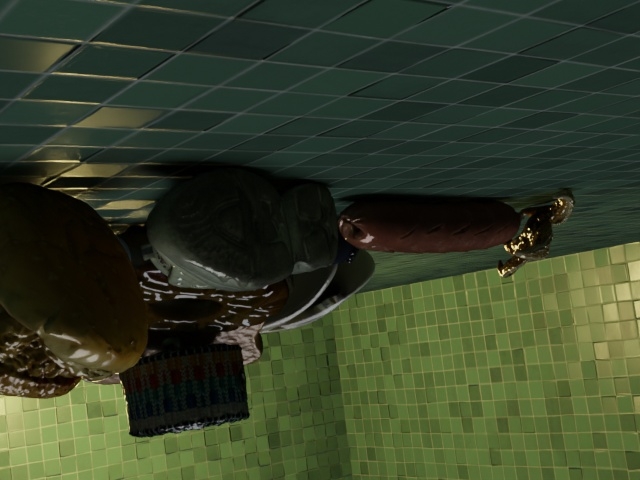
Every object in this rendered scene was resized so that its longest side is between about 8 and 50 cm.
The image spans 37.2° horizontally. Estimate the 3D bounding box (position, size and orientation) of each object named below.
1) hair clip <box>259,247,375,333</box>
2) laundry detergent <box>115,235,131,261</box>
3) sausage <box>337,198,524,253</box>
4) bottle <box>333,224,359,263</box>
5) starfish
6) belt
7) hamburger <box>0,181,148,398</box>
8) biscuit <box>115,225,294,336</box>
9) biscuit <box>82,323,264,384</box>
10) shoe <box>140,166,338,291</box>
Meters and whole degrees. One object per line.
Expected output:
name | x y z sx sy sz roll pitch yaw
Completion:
hair clip | -0.043 0.074 1.827 0.282 0.173 0.113 -22 153 21
laundry detergent | -0.373 0.028 1.169 0.159 0.088 0.335 29 -166 27
sausage | 0.185 -0.022 1.477 0.433 0.088 0.088 -2 172 -44
bottle | 0.000 0.000 1.524 0.082 0.072 0.244 30 -177 15
starfish | 0.369 -0.013 1.625 0.071 0.216 0.238 26 138 1
belt | -0.238 0.245 1.629 0.206 0.161 0.295 -7 172 -17
hamburger | -0.288 0.047 0.965 0.163 0.244 0.244 -32 165 19
biscuit | -0.208 0.065 1.453 0.332 0.103 0.332 -4 160 -2
biscuit | -0.282 0.137 1.705 0.385 0.062 0.365 -4 137 -2
shoe | -0.130 0.004 1.112 0.210 0.132 0.342 -13 176 24
